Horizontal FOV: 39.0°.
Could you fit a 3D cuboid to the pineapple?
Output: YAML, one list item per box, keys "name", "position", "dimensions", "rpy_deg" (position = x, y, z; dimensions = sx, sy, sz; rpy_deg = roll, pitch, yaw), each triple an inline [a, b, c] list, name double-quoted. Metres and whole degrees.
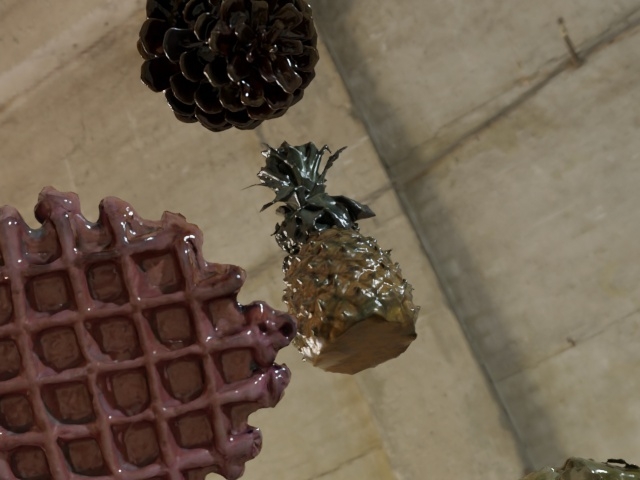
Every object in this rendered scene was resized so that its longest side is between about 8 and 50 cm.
- name: "pineapple"
  position: [0.000, 0.000, 0.810]
  dimensions: [0.125, 0.251, 0.125]
  rpy_deg: [-11, -40, -10]

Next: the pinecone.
- name: "pinecone"
  position: [-0.116, -0.259, 1.189]
  dimensions: [0.246, 0.246, 0.292]
  rpy_deg: [-15, 16, -17]

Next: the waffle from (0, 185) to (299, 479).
- name: "waffle"
  position: [-0.143, 0.080, 0.575]
  dimensions: [0.221, 0.234, 0.055]
  rpy_deg: [-55, 1, -4]

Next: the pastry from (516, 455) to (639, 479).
- name: "pastry"
  position: [0.203, 0.301, 0.638]
  dimensions: [0.330, 0.136, 0.329]
  rpy_deg: [3, -62, 6]
